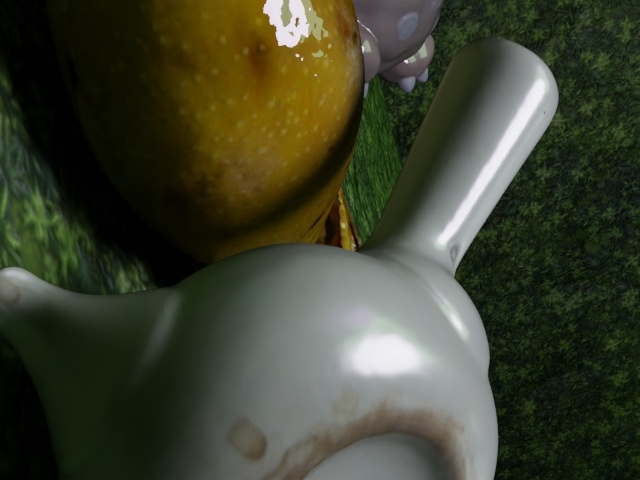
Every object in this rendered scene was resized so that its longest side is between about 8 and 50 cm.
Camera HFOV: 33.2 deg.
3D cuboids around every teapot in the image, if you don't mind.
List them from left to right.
[{"bbox_3d":[0.017,0.063,0.505,0.149,0.318,0.220,32,-38,46],"label":"teapot"}]

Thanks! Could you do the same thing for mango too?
[{"bbox_3d":[-0.048,-0.076,0.620,0.176,0.176,0.329,-56,158,-10],"label":"mango"}]

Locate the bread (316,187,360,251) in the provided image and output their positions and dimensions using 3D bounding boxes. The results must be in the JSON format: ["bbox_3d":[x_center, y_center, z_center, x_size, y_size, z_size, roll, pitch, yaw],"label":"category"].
[{"bbox_3d":[-0.004,0.047,0.888,0.222,0.096,0.181,71,7,-45],"label":"bread"}]

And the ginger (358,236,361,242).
[{"bbox_3d":[0.028,-0.006,1.402,0.048,0.030,0.097,50,6,2],"label":"ginger"}]

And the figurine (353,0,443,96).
[{"bbox_3d":[-0.001,-0.331,1.158,0.380,0.203,0.248,68,24,-1],"label":"figurine"}]
